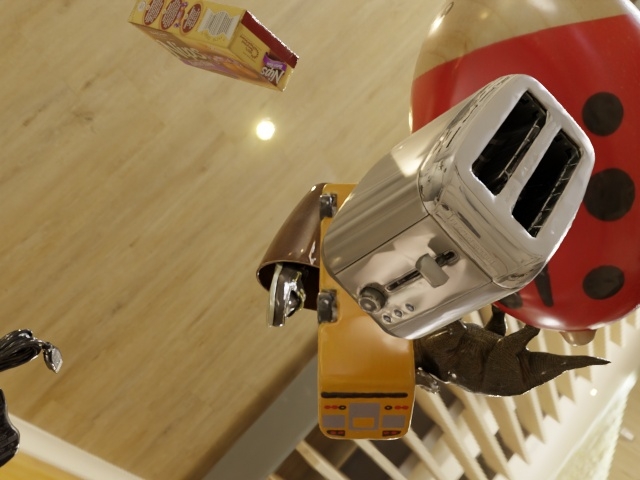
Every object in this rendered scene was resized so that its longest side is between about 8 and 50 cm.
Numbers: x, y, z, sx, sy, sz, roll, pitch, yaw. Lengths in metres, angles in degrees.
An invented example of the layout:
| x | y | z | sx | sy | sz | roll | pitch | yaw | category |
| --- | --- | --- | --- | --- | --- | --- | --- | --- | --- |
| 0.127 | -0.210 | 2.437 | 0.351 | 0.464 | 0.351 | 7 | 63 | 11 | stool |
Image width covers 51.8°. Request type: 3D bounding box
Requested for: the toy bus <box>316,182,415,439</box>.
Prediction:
| x | y | z | sx | sy | sz | roll | pitch | yaw | category |
| --- | --- | --- | --- | --- | --- | --- | --- | --- | --- |
| 0.052 | 0.069 | 0.828 | 0.108 | 0.332 | 0.130 | -1 | -47 | 2 | toy bus |

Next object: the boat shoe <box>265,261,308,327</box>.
| x | y | z | sx | sy | sz | roll | pitch | yaw | category |
| --- | --- | --- | --- | --- | --- | --- | --- | --- | --- |
| -0.060 | 0.095 | 1.228 | 0.069 | 0.227 | 0.081 | 11 | -68 | -3 | boat shoe |

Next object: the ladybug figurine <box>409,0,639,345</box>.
| x | y | z | sx | sy | sz | roll | pitch | yaw | category |
| --- | --- | --- | --- | --- | --- | --- | --- | --- | --- |
| 0.241 | -0.088 | 0.733 | 0.162 | 0.305 | 0.448 | -27 | -80 | -57 | ladybug figurine |

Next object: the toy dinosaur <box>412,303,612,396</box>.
| x | y | z | sx | sy | sz | roll | pitch | yaw | category |
| --- | --- | --- | --- | --- | --- | --- | --- | --- | --- |
| 0.216 | 0.152 | 0.897 | 0.121 | 0.314 | 0.160 | -77 | -10 | -68 | toy dinosaur |

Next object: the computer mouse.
| x | y | z | sx | sy | sz | roll | pitch | yaw | category |
| --- | --- | --- | --- | --- | --- | --- | --- | --- | --- |
| -0.425 | 0.207 | 0.862 | 0.184 | 0.060 | 0.262 | -32 | -28 | -30 | computer mouse |

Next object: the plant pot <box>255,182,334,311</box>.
| x | y | z | sx | sy | sz | roll | pitch | yaw | category |
| --- | --- | --- | --- | --- | --- | --- | --- | --- | --- |
| 0.000 | 0.000 | 1.381 | 0.215 | 0.216 | 0.230 | 55 | -137 | -50 | plant pot |

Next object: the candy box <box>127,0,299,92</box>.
| x | y | z | sx | sy | sz | roll | pitch | yaw | category |
| --- | --- | --- | --- | --- | --- | --- | --- | --- | --- |
| -0.130 | -0.241 | 0.789 | 0.109 | 0.187 | 0.053 | 27 | -94 | -56 | candy box |

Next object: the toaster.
| x | y | z | sx | sy | sz | roll | pitch | yaw | category |
| --- | --- | --- | --- | --- | --- | --- | --- | --- | --- |
| 0.115 | -0.033 | 0.523 | 0.129 | 0.146 | 0.227 | 47 | -126 | -7 | toaster |
